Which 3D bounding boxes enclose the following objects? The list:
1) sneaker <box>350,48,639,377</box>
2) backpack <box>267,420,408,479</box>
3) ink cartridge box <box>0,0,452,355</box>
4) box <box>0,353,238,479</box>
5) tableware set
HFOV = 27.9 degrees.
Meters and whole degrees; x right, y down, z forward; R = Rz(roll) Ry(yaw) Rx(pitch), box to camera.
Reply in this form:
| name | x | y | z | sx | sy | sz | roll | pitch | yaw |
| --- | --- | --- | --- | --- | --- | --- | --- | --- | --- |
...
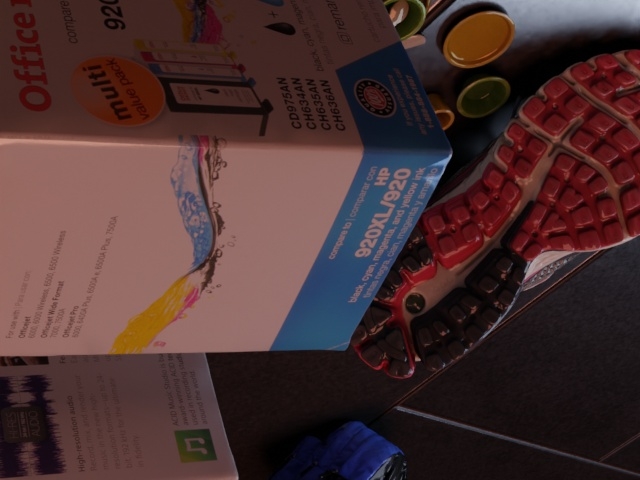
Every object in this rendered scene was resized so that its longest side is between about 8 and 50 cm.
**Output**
| name | x | y | z | sx | sy | sz | roll | pitch | yaw |
| --- | --- | --- | --- | --- | --- | --- | --- | --- | --- |
| sneaker | 0.135 | -0.028 | 0.892 | 0.299 | 0.121 | 0.112 | -34 | -176 | 2 |
| backpack | 0.016 | 0.221 | 1.164 | 0.120 | 0.101 | 0.098 | -45 | 154 | -19 |
| ink cartridge box | -0.086 | -0.053 | 0.692 | 0.232 | 0.171 | 0.168 | 0 | 140 | -25 |
| box | -0.227 | 0.063 | 0.730 | 0.322 | 0.232 | 0.058 | 0 | 139 | -23 |
| tableware set | 0.074 | -0.121 | 0.801 | 0.104 | 0.024 | 0.154 | -16 | 144 | -4 |
